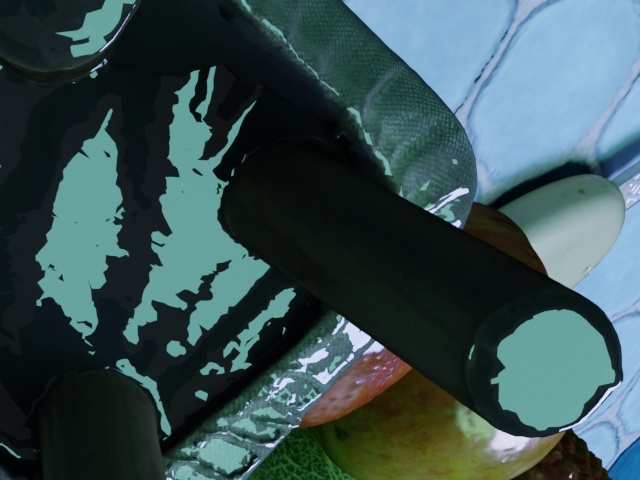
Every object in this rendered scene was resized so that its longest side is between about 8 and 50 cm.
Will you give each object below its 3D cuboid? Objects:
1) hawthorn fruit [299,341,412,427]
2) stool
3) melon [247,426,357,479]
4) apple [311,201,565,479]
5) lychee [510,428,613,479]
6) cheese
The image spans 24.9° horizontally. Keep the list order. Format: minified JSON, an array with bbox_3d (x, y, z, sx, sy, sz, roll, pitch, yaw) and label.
[{"bbox_3d":[0.000,0.000,0.807,0.200,0.179,0.179,-34,150,-45],"label":"hawthorn fruit"},{"bbox_3d":[-0.097,0.020,0.561,0.310,0.226,0.310,37,98,-21],"label":"stool"},{"bbox_3d":[0.026,0.211,1.049,0.129,0.169,0.265,-30,149,4],"label":"melon"},{"bbox_3d":[0.071,0.073,0.943,0.196,0.196,0.196,-29,145,-23],"label":"apple"},{"bbox_3d":[0.147,0.252,1.210,0.236,0.236,0.271,-16,114,-37],"label":"lychee"},{"bbox_3d":[0.211,-0.018,1.122,0.255,0.050,0.127,-32,146,-19],"label":"cheese"}]
